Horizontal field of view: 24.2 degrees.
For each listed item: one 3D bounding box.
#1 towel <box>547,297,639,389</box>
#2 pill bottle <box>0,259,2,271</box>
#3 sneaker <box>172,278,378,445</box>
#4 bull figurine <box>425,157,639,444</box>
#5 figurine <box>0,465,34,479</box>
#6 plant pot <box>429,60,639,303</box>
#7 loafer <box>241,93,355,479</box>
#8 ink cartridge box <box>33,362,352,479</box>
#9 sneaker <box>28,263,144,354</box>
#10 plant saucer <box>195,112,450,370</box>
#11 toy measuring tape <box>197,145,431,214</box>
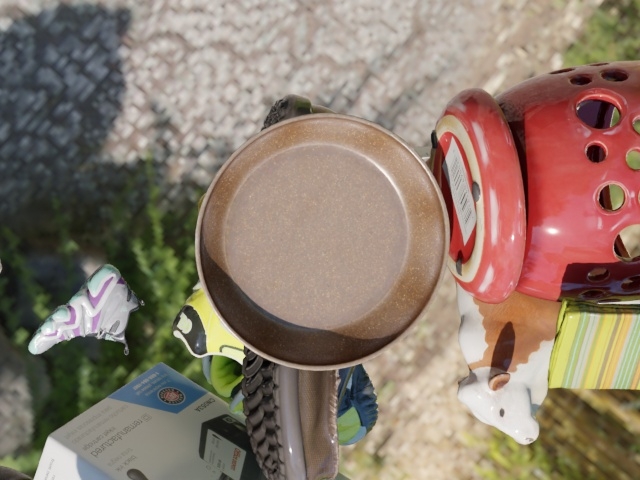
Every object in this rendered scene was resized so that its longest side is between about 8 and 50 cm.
[{"bbox_3d":[0.291,0.079,1.117,0.102,0.237,0.021,93,-3,-52],"label":"towel"},{"bbox_3d":[-0.350,-0.074,1.219,0.130,0.245,0.130,-15,170,-3],"label":"pill bottle"},{"bbox_3d":[-0.050,0.122,1.588,0.147,0.145,0.384,-39,143,-8],"label":"sneaker"},{"bbox_3d":[0.191,0.034,1.376,0.188,0.310,0.101,-4,148,-15],"label":"bull figurine"},{"bbox_3d":[-0.503,0.398,2.160,0.092,0.209,0.215,-11,118,-43],"label":"figurine"},{"bbox_3d":[0.184,-0.040,1.173,0.174,0.191,0.191,-7,148,-11],"label":"plant pot"},{"bbox_3d":[0.009,0.048,1.345,0.134,0.130,0.366,150,-56,-71],"label":"loafer"},{"bbox_3d":[-0.118,0.287,1.564,0.223,0.307,0.129,-31,147,-59],"label":"ink cartridge box"},{"bbox_3d":[-0.189,0.075,1.243,0.098,0.069,0.038,-44,-171,-6],"label":"sneaker"},{"bbox_3d":[0.000,0.000,1.153,0.198,0.198,0.036,-50,-166,-2],"label":"plant saucer"},{"bbox_3d":[0.020,-0.042,1.769,0.330,0.121,0.121,-7,156,1],"label":"toy measuring tape"}]
